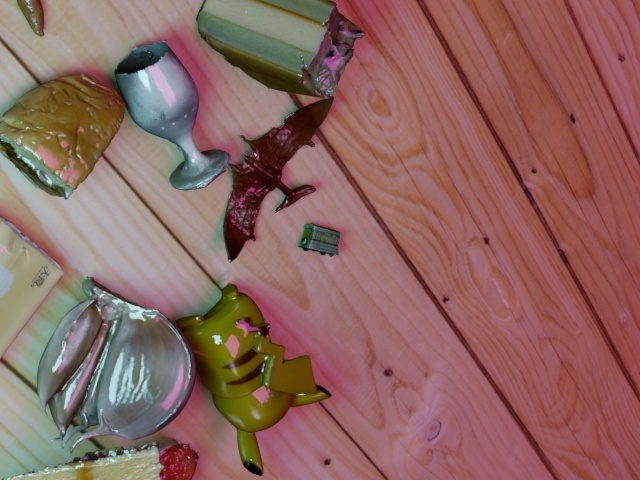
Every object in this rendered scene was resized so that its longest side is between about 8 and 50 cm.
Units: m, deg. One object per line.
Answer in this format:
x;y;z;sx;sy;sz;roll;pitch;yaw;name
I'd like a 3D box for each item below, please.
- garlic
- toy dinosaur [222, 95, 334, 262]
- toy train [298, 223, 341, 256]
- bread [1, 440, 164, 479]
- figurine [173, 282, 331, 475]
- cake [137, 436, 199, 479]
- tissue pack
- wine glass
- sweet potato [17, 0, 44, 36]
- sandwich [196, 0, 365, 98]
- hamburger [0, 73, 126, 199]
-0.345;0.216;1.796;0.237;0.210;0.292;15;83;-48;garlic
-0.091;-0.110;1.983;0.327;0.113;0.207;-37;123;-25;toy dinosaur
0.000;0.000;2.138;0.093;0.038;0.056;15;85;-41;toy train
-0.399;0.416;1.781;0.266;0.178;0.142;-5;87;-18;bread
-0.129;0.242;2.003;0.218;0.169;0.327;-35;121;-23;figurine
-0.280;0.467;1.989;0.116;0.086;0.220;-21;113;-32;cake
-0.535;0.079;1.670;0.222;0.090;0.186;-54;131;-16;tissue pack
-0.252;-0.211;1.812;0.126;0.126;0.241;-41;126;-25;wine glass
-0.452;-0.403;1.647;0.044;0.044;0.179;-21;114;-35;sweet potato
-0.067;-0.366;1.876;0.227;0.198;0.155;27;84;-41;sandwich
-0.399;-0.186;1.687;0.208;0.135;0.155;-50;130;-20;hamburger
